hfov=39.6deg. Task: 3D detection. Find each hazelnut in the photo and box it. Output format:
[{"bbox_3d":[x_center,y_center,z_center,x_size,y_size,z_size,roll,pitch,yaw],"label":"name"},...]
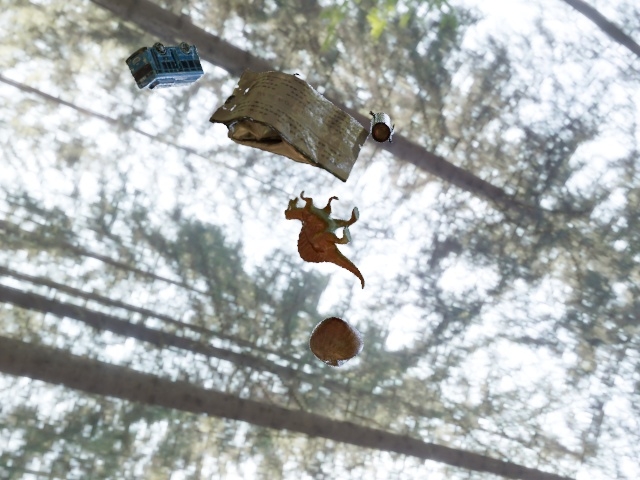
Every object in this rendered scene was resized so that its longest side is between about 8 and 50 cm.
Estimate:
[{"bbox_3d":[0.024,0.163,1.407,0.086,0.086,0.086,-29,-129,42],"label":"hazelnut"}]

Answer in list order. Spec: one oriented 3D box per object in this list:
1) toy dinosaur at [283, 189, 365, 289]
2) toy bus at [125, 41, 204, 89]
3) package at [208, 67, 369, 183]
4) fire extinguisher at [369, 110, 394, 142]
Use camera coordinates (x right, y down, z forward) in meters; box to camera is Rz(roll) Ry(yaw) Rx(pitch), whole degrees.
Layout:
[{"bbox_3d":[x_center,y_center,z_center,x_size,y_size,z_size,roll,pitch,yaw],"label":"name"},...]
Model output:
[{"bbox_3d":[0.000,-0.002,1.545,0.142,0.057,0.212,-21,-120,30],"label":"toy dinosaur"},{"bbox_3d":[-0.398,-0.446,2.289,0.090,0.184,0.106,-23,-94,41],"label":"toy bus"},{"bbox_3d":[-0.043,-0.205,1.517,0.204,0.251,0.062,-65,180,-52],"label":"package"},{"bbox_3d":[0.112,-0.211,1.629,0.039,0.056,0.132,-54,-173,17],"label":"fire extinguisher"}]
